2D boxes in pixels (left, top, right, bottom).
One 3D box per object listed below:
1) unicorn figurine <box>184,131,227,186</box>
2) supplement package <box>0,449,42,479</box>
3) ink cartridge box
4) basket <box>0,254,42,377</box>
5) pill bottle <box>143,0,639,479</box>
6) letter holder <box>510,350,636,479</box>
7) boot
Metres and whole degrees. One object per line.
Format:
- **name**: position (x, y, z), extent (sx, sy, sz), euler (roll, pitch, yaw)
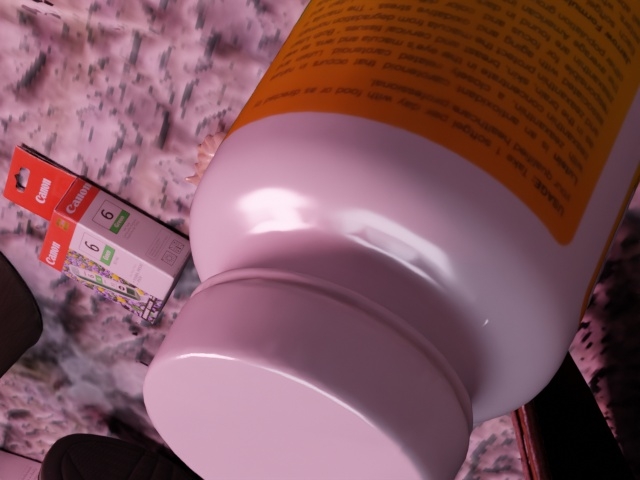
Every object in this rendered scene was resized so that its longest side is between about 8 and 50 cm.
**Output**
- **unicorn figurine**: position (0.000, 0.000, 0.796), extent (0.162, 0.060, 0.111), euler (26, 147, 4)
- **supplement package**: position (-0.251, 0.232, 1.253), extent (0.179, 0.105, 0.105), euler (14, 144, 22)
- **ink cartridge box**: position (-0.133, -0.002, 0.919), extent (0.115, 0.029, 0.063), euler (29, 147, -2)
- **basket**: position (-0.309, 0.087, 0.991), extent (0.154, 0.227, 0.204), euler (-13, 128, 46)
- **pill bottle**: position (0.038, -0.023, 0.567), extent (0.136, 0.245, 0.136), euler (19, 145, 14)
- **letter holder**: position (0.198, 0.122, 0.738), extent (0.152, 0.214, 0.302), euler (-21, 140, 12)
- **boot**: position (-0.124, 0.236, 1.177), extent (0.236, 0.085, 0.178), euler (32, 147, -15)
